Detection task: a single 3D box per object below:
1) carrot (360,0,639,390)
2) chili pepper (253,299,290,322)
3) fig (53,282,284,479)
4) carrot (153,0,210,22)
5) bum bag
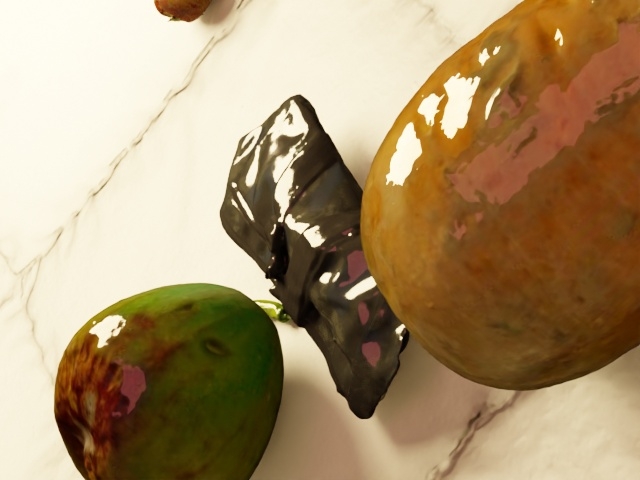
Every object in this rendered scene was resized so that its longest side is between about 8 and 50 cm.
[{"bbox_3d":[0.188,-0.064,1.215,0.340,0.224,0.224,-41,49,24],"label":"carrot"},{"bbox_3d":[-0.056,0.064,1.551,0.083,0.017,0.030,-12,67,41],"label":"chili pepper"},{"bbox_3d":[-0.114,0.120,1.483,0.191,0.181,0.181,-42,44,-7],"label":"fig"},{"bbox_3d":[-0.085,-0.307,1.711,0.059,0.059,0.248,24,88,47],"label":"carrot"},{"bbox_3d":[0.000,0.000,1.484,0.137,0.074,0.310,-60,42,22],"label":"bum bag"}]
